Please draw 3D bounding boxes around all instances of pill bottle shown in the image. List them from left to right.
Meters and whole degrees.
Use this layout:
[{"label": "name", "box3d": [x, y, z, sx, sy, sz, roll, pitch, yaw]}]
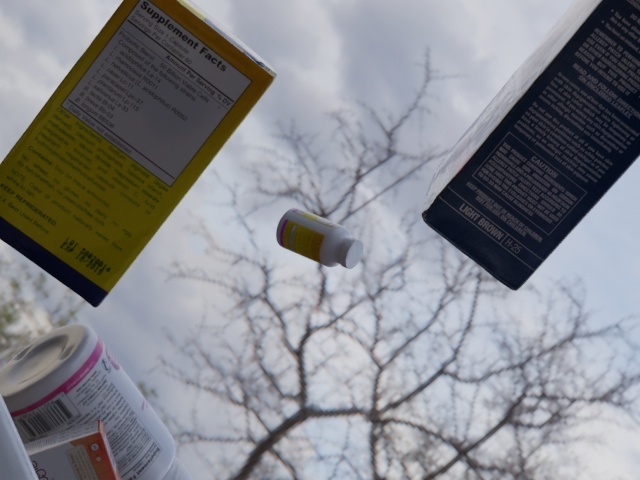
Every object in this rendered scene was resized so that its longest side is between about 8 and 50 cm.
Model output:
[{"label": "pill bottle", "box3d": [-0.294, 0.263, 1.544, 0.160, 0.160, 0.283, 6, -47, 57]}, {"label": "pill bottle", "box3d": [0.000, 0.000, 1.147, 0.083, 0.043, 0.043, 23, -39, 31]}]

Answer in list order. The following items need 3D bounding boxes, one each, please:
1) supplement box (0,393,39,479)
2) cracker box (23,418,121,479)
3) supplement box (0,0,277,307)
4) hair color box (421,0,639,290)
[{"label": "supplement box", "box3d": [-0.134, 0.114, 0.367, 0.220, 0.111, 0.114, 60, -20, 18]}, {"label": "cracker box", "box3d": [-0.340, 0.321, 1.341, 0.067, 0.232, 0.155, -151, -136, -79]}, {"label": "supplement box", "box3d": [-0.238, -0.129, 1.436, 0.194, 0.356, 0.195, 38, 7, -11]}, {"label": "hair color box", "box3d": [0.232, -0.139, 0.941, 0.105, 0.174, 0.347, 38, -69, -4]}]
